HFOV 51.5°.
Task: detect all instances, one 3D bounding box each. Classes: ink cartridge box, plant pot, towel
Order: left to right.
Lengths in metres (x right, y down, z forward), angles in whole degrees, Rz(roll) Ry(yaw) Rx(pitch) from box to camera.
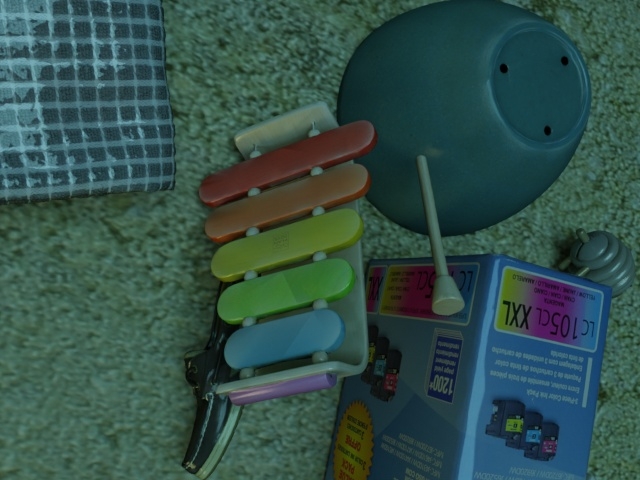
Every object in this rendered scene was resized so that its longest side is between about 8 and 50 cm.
[{"bbox_3d":[-0.275,-0.144,0.585,0.284,0.121,0.235,-9,103,-30],"label":"towel"},{"bbox_3d":[0.126,0.222,0.681,0.151,0.270,0.395,13,82,-19],"label":"ink cartridge box"},{"bbox_3d":[0.189,-0.153,0.766,0.290,0.195,0.290,1,87,-22],"label":"plant pot"}]

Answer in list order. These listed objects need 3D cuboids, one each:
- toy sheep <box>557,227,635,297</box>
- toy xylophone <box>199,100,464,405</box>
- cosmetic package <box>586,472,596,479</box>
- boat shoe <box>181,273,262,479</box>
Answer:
[{"bbox_3d":[0.373,0.032,0.892,0.091,0.091,0.132,-53,124,-16],"label":"toy sheep"},{"bbox_3d":[0.000,0.000,0.644,0.081,0.236,0.322,49,23,-48],"label":"toy xylophone"},{"bbox_3d":[0.280,0.379,0.800,0.151,0.151,0.183,-41,102,-18],"label":"cosmetic package"},{"bbox_3d":[-0.108,0.131,0.699,0.073,0.080,0.223,23,74,-14],"label":"boat shoe"}]
